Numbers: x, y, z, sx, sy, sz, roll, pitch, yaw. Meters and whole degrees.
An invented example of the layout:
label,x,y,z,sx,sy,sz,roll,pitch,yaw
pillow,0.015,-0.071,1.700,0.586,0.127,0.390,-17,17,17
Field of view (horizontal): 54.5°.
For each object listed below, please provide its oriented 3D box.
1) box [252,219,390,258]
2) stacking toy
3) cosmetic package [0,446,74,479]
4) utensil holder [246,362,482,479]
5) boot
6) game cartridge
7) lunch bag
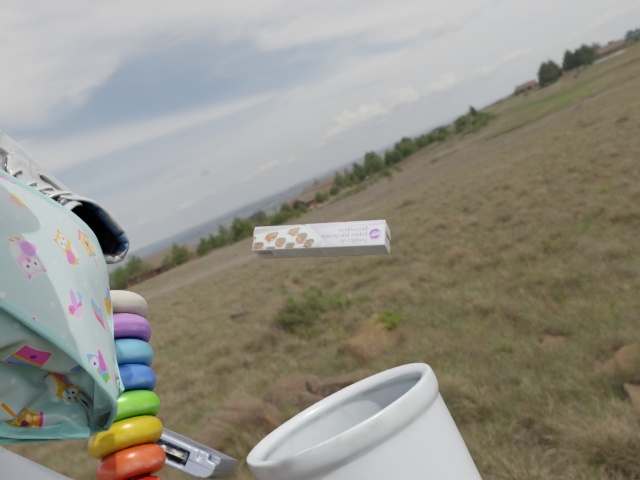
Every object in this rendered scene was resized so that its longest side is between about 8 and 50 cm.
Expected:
label,x,y,z,sx,sy,sz,roll,pitch,yaw
box,0.000,0.000,1.460,0.324,0.063,0.067,-3,-22,18
stacking toy,-0.272,0.240,0.836,0.141,0.330,0.141,-17,-23,-7
cosmetic package,-0.344,0.283,0.658,0.239,0.099,0.060,21,14,6
utensil holder,0.111,0.441,0.981,0.327,0.385,0.327,-26,-3,-2
boot,-0.317,-0.054,0.681,0.123,0.095,0.258,16,-15,30
game cartridge,-0.327,0.425,1.299,0.294,0.060,0.196,18,-14,13
lunch bag,-0.299,0.050,0.562,0.160,0.262,0.223,-43,37,8
